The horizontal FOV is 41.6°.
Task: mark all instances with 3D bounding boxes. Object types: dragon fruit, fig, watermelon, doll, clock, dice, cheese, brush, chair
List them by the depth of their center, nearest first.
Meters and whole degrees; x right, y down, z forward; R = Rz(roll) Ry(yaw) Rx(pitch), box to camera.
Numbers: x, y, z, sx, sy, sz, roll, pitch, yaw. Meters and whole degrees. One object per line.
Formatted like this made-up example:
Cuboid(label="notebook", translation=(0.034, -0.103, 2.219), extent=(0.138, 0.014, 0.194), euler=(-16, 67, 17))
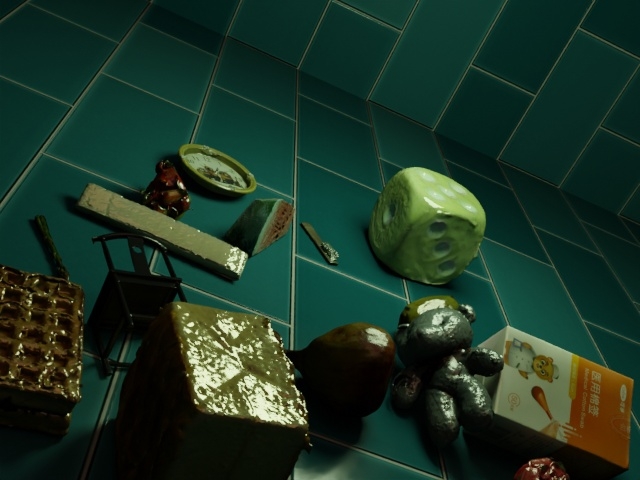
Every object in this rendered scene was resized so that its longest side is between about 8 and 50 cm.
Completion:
Cuboid(label="chair", translation=(-0.340, 0.116, 1.556), extent=(0.155, 0.141, 0.260), euler=(11, 31, -34))
Cuboid(label="dragon fruit", translation=(0.446, 0.492, 1.668), extent=(0.121, 0.130, 0.142), euler=(41, -13, 41))
Cuboid(label="fig", translation=(0.023, 0.228, 1.697), extent=(0.290, 0.190, 0.191), euler=(27, 20, 32))
Cuboid(label="doll", translation=(0.259, 0.264, 1.785), extent=(0.158, 0.246, 0.340), euler=(59, 17, -31))
Cuboid(label="cheese", translation=(-0.355, -0.022, 1.910), extent=(0.400, 0.034, 0.085), euler=(26, 49, -7))
Cuboid(label="dragon fruit", translation=(-0.367, -0.113, 2.005), extent=(0.175, 0.142, 0.138), euler=(-43, 108, -44))
Cuboid(label="fig", translation=(0.267, 0.201, 2.020), extent=(0.166, 0.154, 0.144), euler=(-42, 113, -30))
Cuboid(label="watermelon", translation=(-0.130, -0.052, 2.140), extent=(0.094, 0.154, 0.241), euler=(35, 12, 14))
Cuboid(label="brush", translation=(0.000, 0.000, 2.272), extent=(0.034, 0.027, 0.190), euler=(11, 28, -37))
Cuboid(label="clock", translation=(-0.287, -0.180, 2.293), extent=(0.237, 0.057, 0.237), euler=(25, 24, -12))
Cuboid(label="dice", translation=(0.298, -0.040, 2.390), extent=(0.250, 0.252, 0.254), euler=(17, 29, -21))

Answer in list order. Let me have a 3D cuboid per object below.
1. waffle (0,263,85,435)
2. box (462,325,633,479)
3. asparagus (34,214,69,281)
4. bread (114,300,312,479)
Cuboid(label="waffle", translation=(-0.494, 0.164, 1.367), extent=(0.213, 0.091, 0.308), euler=(17, 26, -22))
Cuboid(label="box", translation=(0.506, 0.363, 1.847), extent=(0.341, 0.143, 0.224), euler=(24, 57, -10))
Cuboid(label="asparagus", translation=(-0.537, 0.017, 1.692), extent=(0.233, 0.022, 0.023), euler=(50, -12, 43))
Cuboid(label="bread", translation=(-0.176, 0.272, 1.272), extent=(0.207, 0.279, 0.279), euler=(13, 30, -25))
